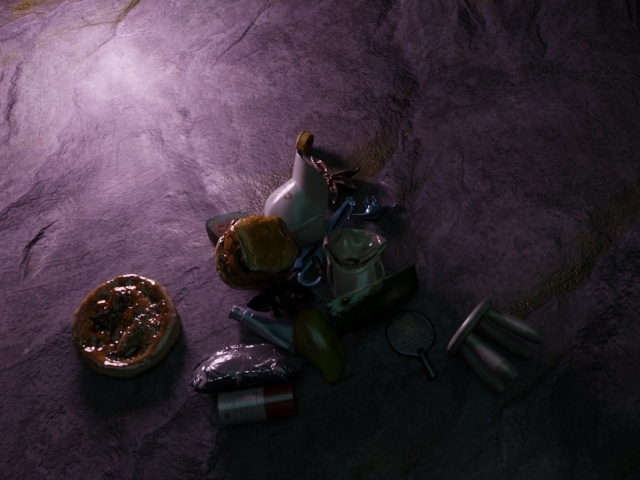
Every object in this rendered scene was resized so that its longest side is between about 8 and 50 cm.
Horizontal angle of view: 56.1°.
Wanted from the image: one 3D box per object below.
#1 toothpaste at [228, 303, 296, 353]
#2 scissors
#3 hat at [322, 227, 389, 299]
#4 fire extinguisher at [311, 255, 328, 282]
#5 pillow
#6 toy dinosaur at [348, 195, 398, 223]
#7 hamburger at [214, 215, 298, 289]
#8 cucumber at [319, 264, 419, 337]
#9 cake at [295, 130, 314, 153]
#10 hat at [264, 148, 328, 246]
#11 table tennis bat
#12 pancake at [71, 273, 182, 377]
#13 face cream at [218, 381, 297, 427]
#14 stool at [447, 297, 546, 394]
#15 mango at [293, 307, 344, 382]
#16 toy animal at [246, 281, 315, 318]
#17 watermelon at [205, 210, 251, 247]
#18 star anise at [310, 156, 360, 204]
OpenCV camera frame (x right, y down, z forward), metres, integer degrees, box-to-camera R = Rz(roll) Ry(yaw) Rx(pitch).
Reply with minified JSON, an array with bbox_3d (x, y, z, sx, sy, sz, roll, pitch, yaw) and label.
[{"bbox_3d":[-0.171,0.266,1.862,0.234,0.057,0.089,23,63,10],"label":"toothpaste"},{"bbox_3d":[0.000,0.000,2.008,0.180,0.032,0.393,31,68,18],"label":"scissors"},{"bbox_3d":[0.102,0.082,1.929,0.219,0.164,0.226,2,98,-15],"label":"hat"},{"bbox_3d":[0.008,0.088,1.920,0.046,0.032,0.100,-29,63,6],"label":"fire extinguisher"},{"bbox_3d":[-0.216,0.375,1.760,0.334,0.093,0.162,-7,29,0],"label":"pillow"},{"bbox_3d":[0.175,-0.105,2.043,0.197,0.045,0.080,-20,76,-18],"label":"toy dinosaur"},{"bbox_3d":[-0.202,0.039,1.872,0.244,0.163,0.245,13,54,-18],"label":"hamburger"},{"bbox_3d":[0.173,0.179,1.822,0.325,0.105,0.145,-24,93,-12],"label":"cucumber"},{"bbox_3d":[-0.058,-0.358,2.194,0.044,0.084,0.084,22,64,14],"label":"cake"},{"bbox_3d":[-0.090,-0.141,1.953,0.167,0.302,0.258,-15,44,-26],"label":"hat"},{"bbox_3d":[0.289,0.313,1.809,0.150,0.027,0.236,-21,58,-7],"label":"table tennis bat"},{"bbox_3d":[-0.614,0.264,1.893,0.355,0.065,0.357,0,61,1],"label":"pancake"},{"bbox_3d":[-0.178,0.469,1.717,0.214,0.096,0.096,-9,60,-1],"label":"face cream"},{"bbox_3d":[0.491,0.295,1.702,0.198,0.195,0.195,38,69,22],"label":"stool"},{"bbox_3d":[-0.007,0.312,1.788,0.125,0.111,0.233,-24,73,4],"label":"mango"},{"bbox_3d":[-0.112,0.164,1.832,0.218,0.179,0.116,-8,70,-23],"label":"toy animal"},{"bbox_3d":[-0.268,0.020,2.002,0.154,0.094,0.241,-22,62,-19],"label":"watermelon"},{"bbox_3d":[0.025,-0.201,2.111,0.207,0.063,0.172,13,66,9],"label":"star anise"}]
